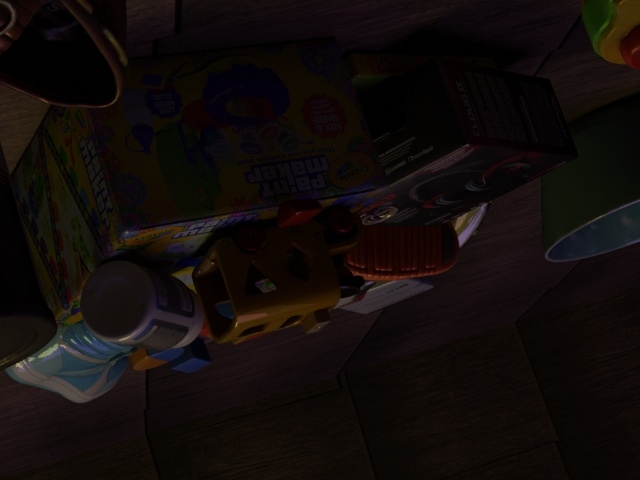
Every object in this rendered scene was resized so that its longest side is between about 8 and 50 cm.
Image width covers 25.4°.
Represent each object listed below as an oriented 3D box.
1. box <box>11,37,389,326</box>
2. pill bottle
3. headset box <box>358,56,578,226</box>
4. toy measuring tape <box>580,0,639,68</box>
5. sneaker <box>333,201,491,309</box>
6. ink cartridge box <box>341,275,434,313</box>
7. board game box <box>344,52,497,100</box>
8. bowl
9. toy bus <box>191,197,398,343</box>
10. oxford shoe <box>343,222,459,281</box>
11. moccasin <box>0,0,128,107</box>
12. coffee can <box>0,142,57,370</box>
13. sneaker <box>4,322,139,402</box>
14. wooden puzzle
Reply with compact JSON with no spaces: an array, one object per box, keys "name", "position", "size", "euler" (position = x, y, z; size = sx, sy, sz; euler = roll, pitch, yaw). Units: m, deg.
[{"name":"box","position":[-0.134,-0.057,1.477],"size":[0.290,0.177,0.279],"euler":[-10,164,-30]},{"name":"pill bottle","position":[-0.169,0.067,1.382],"size":[0.078,0.078,0.137],"euler":[-22,164,14]},{"name":"headset box","position":[0.125,-0.105,1.626],"size":[0.218,0.110,0.293],"euler":[-28,164,32]},{"name":"toy measuring tape","position":[0.283,-0.241,1.470],"size":[0.330,0.121,0.121],"euler":[1,157,-32]},{"name":"sneaker","position":[0.074,-0.023,1.967],"size":[0.384,0.145,0.147],"euler":[-35,142,25]},{"name":"ink cartridge box","position":[0.078,0.030,2.182],"size":[0.128,0.127,0.176],"euler":[-22,166,15]},{"name":"board game box","position":[0.092,-0.171,1.627],"size":[0.259,0.039,0.124],"euler":[-2,159,-43]},{"name":"bowl","position":[0.449,-0.101,2.094],"size":[0.311,0.163,0.311],"euler":[-17,167,-4]},{"name":"toy bus","position":[-0.023,0.039,1.410],"size":[0.202,0.104,0.191],"euler":[-24,164,19]},{"name":"oxford shoe","position":[0.000,0.000,1.885],"size":[0.363,0.130,0.133],"euler":[6,160,-9]},{"name":"moccasin","position":[-0.250,-0.165,0.971],"size":[0.139,0.147,0.380],"euler":[-22,166,12]},{"name":"coffee can","position":[-0.339,-0.031,1.104],"size":[0.201,0.275,0.201],"euler":[-18,166,-5]},{"name":"sneaker","position":[-0.307,0.144,2.062],"size":[0.208,0.127,0.319],"euler":[-21,166,14]},{"name":"wooden puzzle","position":[-0.198,0.150,2.386],"size":[0.348,0.080,0.322],"euler":[-21,166,11]}]
